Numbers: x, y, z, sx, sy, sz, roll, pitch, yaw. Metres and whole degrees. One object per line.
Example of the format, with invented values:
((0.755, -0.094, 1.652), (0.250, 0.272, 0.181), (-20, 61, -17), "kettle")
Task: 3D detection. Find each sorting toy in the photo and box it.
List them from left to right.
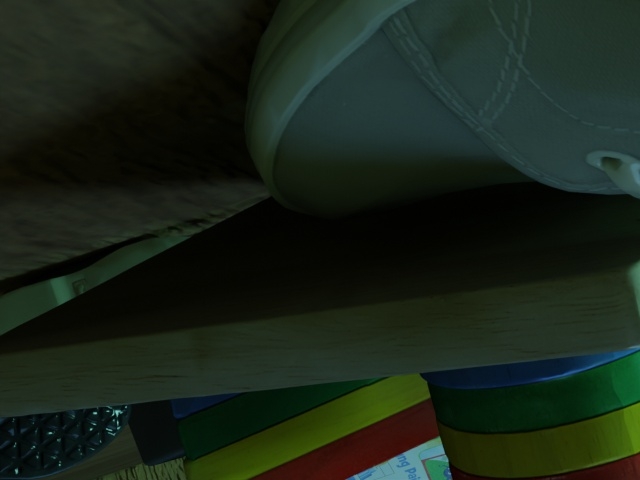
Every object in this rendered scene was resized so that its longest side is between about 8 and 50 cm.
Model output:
((0.051, 0.029, 0.608), (0.257, 0.089, 0.255), (-9, -168, 33), "sorting toy")

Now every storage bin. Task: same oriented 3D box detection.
((-0.091, 0.107, 1.187), (0.098, 0.091, 0.135), (-12, 171, -37), "storage bin")

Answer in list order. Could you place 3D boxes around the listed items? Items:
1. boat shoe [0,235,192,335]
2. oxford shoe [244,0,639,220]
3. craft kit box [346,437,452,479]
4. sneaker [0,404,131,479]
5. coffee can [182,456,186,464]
((-0.100, 0.030, 0.800), (0.137, 0.049, 0.043), (-15, 175, -2), "boat shoe")
((0.120, -0.060, 0.398), (0.169, 0.130, 0.449), (-17, 175, -35), "oxford shoe")
((0.101, 0.089, 1.132), (0.246, 0.061, 0.250), (-17, 134, 12), "craft kit box")
((-0.245, 0.119, 1.070), (0.234, 0.084, 0.097), (-15, -165, -14), "sneaker")
((0.044, 0.146, 1.350), (0.275, 0.202, 0.201), (-20, 172, 13), "coffee can")
